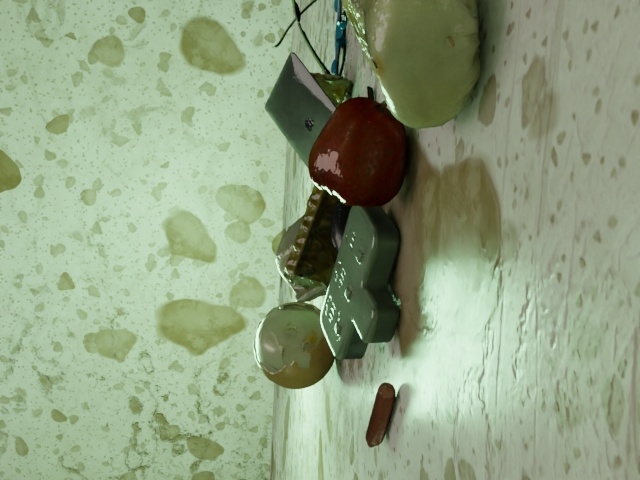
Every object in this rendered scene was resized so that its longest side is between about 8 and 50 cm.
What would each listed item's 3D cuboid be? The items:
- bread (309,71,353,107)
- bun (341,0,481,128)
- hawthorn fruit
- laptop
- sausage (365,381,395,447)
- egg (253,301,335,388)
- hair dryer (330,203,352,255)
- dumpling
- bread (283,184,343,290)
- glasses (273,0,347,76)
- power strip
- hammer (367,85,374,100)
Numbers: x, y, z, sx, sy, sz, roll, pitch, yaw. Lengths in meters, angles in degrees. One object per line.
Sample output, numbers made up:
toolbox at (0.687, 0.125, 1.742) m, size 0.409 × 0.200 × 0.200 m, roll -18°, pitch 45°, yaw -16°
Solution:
bread at (-0.001, -0.300, 1.628) m, size 0.169 × 0.140 × 0.160 m, roll -156°, pitch 73°, yaw -81°
bun at (0.111, -0.244, 0.806) m, size 0.229 × 0.145 × 0.229 m, roll 59°, pitch -171°, yaw -16°
hawthorn fruit at (0.070, -0.156, 1.074) m, size 0.163 × 0.162 × 0.204 m, roll -108°, pitch 37°, yaw -68°
laptop at (-0.021, -0.257, 1.546) m, size 0.269 × 0.015 × 0.188 m, roll 55°, pitch 143°, yaw 16°
sausage at (0.097, 0.282, 1.140) m, size 0.030 × 0.035 × 0.147 m, roll -92°, pitch 10°, yaw -50°
egg at (-0.058, 0.258, 1.691) m, size 0.244 × 0.201 × 0.201 m, roll 81°, pitch -175°, yaw -61°
hair dryer at (0.082, -0.020, 1.272) m, size 0.219 × 0.075 × 0.196 m, roll 116°, pitch 146°, yaw -54°
dumpling at (-0.004, 0.000, 1.549) m, size 0.227 × 0.175 × 0.243 m, roll -47°, pitch 61°, yaw 35°
bread at (0.008, -0.031, 1.432) m, size 0.098 × 0.087 × 0.270 m, roll -3°, pitch 64°, yaw 53°
glasses at (-0.004, -0.493, 1.649) m, size 0.102 × 0.206 × 0.239 m, roll 10°, pitch 103°, yaw 45°
power strip at (0.071, 0.089, 1.175) m, size 0.194 × 0.059 × 0.265 m, roll -118°, pitch 36°, yaw -54°
hammer at (0.098, -0.223, 1.305) m, size 0.065 × 0.021 × 0.178 m, roll 105°, pitch 167°, yaw -59°
